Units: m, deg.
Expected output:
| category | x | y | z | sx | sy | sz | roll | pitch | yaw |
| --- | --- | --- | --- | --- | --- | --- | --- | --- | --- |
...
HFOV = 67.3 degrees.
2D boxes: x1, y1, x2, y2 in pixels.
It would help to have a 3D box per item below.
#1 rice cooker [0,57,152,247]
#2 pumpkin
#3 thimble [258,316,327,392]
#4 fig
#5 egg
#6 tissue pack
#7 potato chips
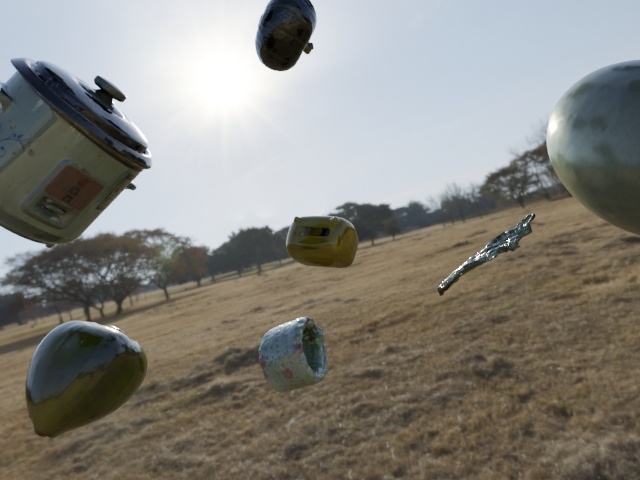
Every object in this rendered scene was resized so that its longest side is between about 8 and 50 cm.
| category | x | y | z | sx | sy | sz | roll | pitch | yaw |
| --- | --- | --- | --- | --- | --- | --- | --- | --- | --- |
| rice cooker | -0.450 | -0.157 | 0.832 | 0.316 | 0.316 | 0.264 | -13 | 39 | -33 |
| pumpkin | -0.073 | -0.449 | 1.033 | 0.125 | 0.167 | 0.167 | 15 | 1 | 3 |
| thimble | -0.074 | 0.326 | 1.402 | 0.149 | 0.185 | 0.211 | -21 | 23 | 22 |
| fig | -0.450 | 0.263 | 0.909 | 0.203 | 0.203 | 0.225 | -14 | 43 | 42 |
| egg | 0.515 | -0.142 | 0.747 | 0.258 | 0.258 | 0.352 | -13 | 41 | -18 |
| tissue pack | 0.000 | 0.000 | 1.250 | 0.178 | 0.123 | 0.127 | 2 | -27 | 27 |
| potato chips | 0.246 | 0.033 | 0.742 | 0.092 | 0.028 | 0.207 | -33 | -11 | -37 |
